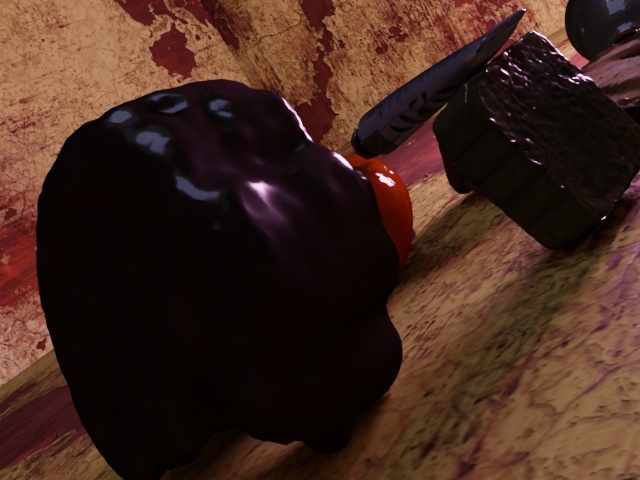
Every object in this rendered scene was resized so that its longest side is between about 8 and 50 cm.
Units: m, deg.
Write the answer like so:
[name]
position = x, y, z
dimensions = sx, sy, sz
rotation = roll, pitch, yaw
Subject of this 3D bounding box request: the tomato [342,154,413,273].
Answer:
[tomato]
position = 0.003, -0.002, 0.948
dimensions = 0.260, 0.180, 0.260
rotation = -19, 13, 5

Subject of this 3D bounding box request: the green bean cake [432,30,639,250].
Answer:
[green bean cake]
position = 0.218, -0.099, 0.760
dimensions = 0.185, 0.183, 0.094
rotation = -42, -3, -45

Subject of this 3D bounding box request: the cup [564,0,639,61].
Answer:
[cup]
position = 0.503, -0.339, 1.238
dimensions = 0.199, 0.199, 0.150
rotation = -26, 29, 31

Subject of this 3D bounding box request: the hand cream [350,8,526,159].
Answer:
[hand cream]
position = 0.112, -0.159, 0.815
dimensions = 0.088, 0.055, 0.256
rotation = -36, -1, -37

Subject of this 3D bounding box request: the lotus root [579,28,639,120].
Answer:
[lotus root]
position = 0.439, -0.211, 1.021
dimensions = 0.167, 0.078, 0.329
rotation = -55, 12, -1

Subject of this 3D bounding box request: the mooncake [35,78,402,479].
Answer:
[mooncake]
position = -0.106, 0.037, 0.711
dimensions = 0.381, 0.350, 0.212
rotation = -8, 15, 46

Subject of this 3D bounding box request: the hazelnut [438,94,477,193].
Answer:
[hazelnut]
position = 0.256, -0.151, 1.100
dimensions = 0.170, 0.160, 0.201
rotation = -20, -30, -6

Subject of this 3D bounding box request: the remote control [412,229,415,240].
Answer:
[remote control]
position = 0.027, 0.036, 1.113
dimensions = 0.244, 0.047, 0.087
rotation = -30, 12, 22
